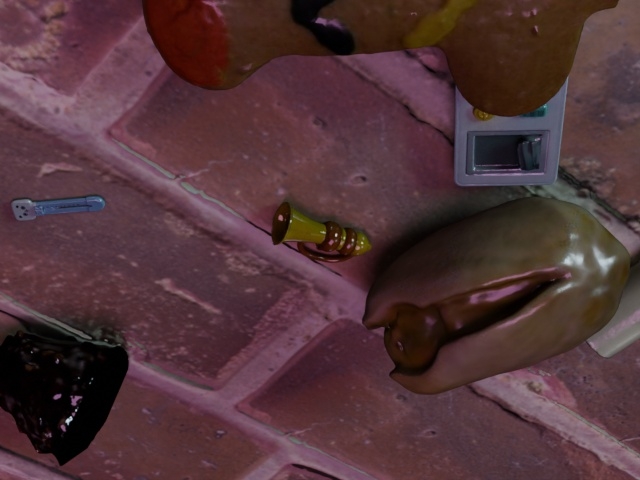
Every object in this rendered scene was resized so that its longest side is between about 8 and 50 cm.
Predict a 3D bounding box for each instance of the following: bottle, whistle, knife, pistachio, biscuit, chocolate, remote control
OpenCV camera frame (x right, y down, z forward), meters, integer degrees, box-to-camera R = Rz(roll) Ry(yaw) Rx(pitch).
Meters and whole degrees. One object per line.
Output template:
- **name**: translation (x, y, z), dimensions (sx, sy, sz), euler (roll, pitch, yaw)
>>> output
- **bottle**: translation (0.376, 0.048, 1.159), dimensions (0.072, 0.072, 0.201), euler (33, 122, -28)
- **whistle**: translation (-0.001, 0.003, 1.116), dimensions (0.109, 0.046, 0.057), euler (20, 113, -27)
- **knife**: translation (-0.269, -0.034, 1.085), dimensions (0.096, 0.010, 0.027), euler (-5, 132, 1)
- **pistachio**: translation (0.181, 0.054, 1.106), dimensions (0.288, 0.197, 0.166), euler (-23, 86, 30)
- **biscuit**: translation (0.048, -0.261, 0.823), dimensions (0.394, 0.076, 0.368), euler (6, 131, 4)
- **chocolate**: translation (-0.308, 0.157, 1.192), dimensions (0.133, 0.156, 0.156), euler (28, 129, 7)
- **remote control**: translation (0.175, -0.168, 0.969), dimensions (0.103, 0.051, 0.293), euler (0, 133, 6)
